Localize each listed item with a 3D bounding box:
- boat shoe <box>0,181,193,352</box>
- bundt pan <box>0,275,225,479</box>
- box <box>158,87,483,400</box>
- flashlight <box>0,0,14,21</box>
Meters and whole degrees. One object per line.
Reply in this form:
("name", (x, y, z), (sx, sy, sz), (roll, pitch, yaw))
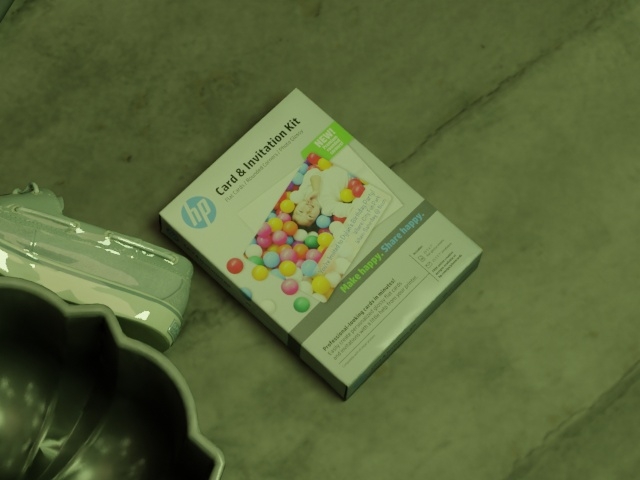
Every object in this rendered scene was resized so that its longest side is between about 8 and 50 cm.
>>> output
("boat shoe", (-0.198, 0.006, 1.300), (0.227, 0.079, 0.081), (21, 61, -1))
("bundt pan", (-0.221, 0.196, 1.191), (0.330, 0.124, 0.331), (1, 67, -2))
("box", (0.000, 0.000, 1.329), (0.186, 0.038, 0.145), (42, 71, 14))
("flashlight", (-0.262, -0.208, 1.363), (0.103, 0.103, 0.304), (26, 68, 6))
